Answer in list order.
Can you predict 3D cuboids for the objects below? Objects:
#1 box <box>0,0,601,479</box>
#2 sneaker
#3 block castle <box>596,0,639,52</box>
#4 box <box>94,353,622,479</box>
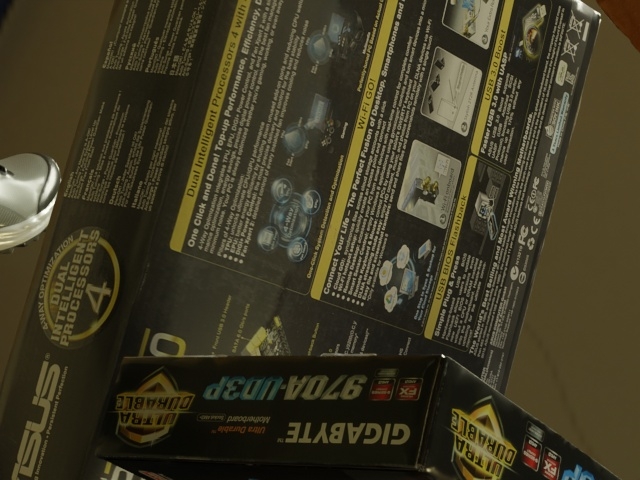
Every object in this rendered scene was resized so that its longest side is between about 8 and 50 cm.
[{"bbox_3d":[0.000,0.000,0.994,0.097,0.318,0.395,10,-97,42],"label":"box"},{"bbox_3d":[-0.312,-0.039,1.440,0.100,0.271,0.108,12,-70,31],"label":"sneaker"},{"bbox_3d":[0.285,-0.337,1.447,0.213,0.303,0.453,-44,-107,25],"label":"block castle"},{"bbox_3d":[0.037,0.112,0.781,0.175,0.220,0.051,-3,-116,38],"label":"box"}]
